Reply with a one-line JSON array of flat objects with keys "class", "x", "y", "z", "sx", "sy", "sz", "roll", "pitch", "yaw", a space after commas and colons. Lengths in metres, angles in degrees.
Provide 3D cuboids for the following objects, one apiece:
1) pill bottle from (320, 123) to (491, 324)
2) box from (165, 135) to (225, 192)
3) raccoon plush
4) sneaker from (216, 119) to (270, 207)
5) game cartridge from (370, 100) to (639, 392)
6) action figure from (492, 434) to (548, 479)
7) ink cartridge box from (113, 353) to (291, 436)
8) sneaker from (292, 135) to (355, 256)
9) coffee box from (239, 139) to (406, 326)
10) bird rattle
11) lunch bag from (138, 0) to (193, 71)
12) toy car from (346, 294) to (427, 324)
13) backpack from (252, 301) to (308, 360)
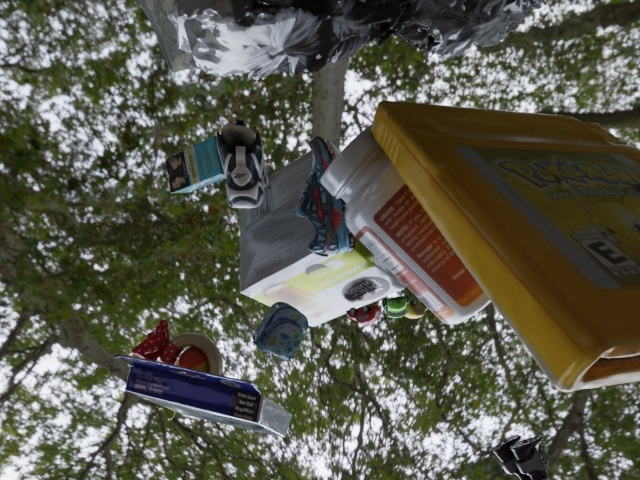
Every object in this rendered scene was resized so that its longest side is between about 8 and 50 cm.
[{"class": "pill bottle", "x": 0.107, "y": -0.022, "z": 0.555, "sx": 0.216, "sy": 0.121, "sz": 0.121, "roll": 45, "pitch": -114, "yaw": 3}, {"class": "box", "x": -0.321, "y": -0.198, "z": 1.335, "sx": 0.060, "sy": 0.244, "sz": 0.101, "roll": -10, "pitch": -91, "yaw": -47}, {"class": "raccoon plush", "x": 0.052, "y": -0.350, "z": 0.460, "sx": 0.445, "sy": 0.216, "sz": 0.299, "roll": -15, "pitch": -109, "yaw": -24}, {"class": "sneaker", "x": -0.154, "y": -0.181, "z": 1.019, "sx": 0.093, "sy": 0.153, "sz": 0.235, "roll": 2, "pitch": -149, "yaw": 1}, {"class": "game cartridge", "x": 0.229, "y": -0.031, "z": 0.439, "sx": 0.285, "sy": 0.053, "sz": 0.324, "roll": -2, "pitch": -139, "yaw": -20}, {"class": "action figure", "x": 0.507, "y": 0.594, "z": 1.134, "sx": 0.099, "sy": 0.185, "sz": 0.285, "roll": -21, "pitch": -101, "yaw": -10}, {"class": "ink cartridge box", "x": -0.176, "y": 0.244, "z": 0.769, "sx": 0.223, "sy": 0.224, "sz": 0.045, "roll": 7, "pitch": -118, "yaw": 17}, {"class": "sneaker", "x": -0.007, "y": -0.093, "z": 1.080, "sx": 0.125, "sy": 0.104, "sz": 0.262, "roll": -13, "pitch": -95, "yaw": 8}, {"class": "coffee box", "x": 0.000, "y": 0.000, "z": 1.440, "sx": 0.337, "sy": 0.334, "sz": 0.339, "roll": -27, "pitch": -130, "yaw": 27}, {"class": "bird rattle", "x": -0.353, "y": 0.320, "z": 1.308, "sx": 0.206, "sy": 0.143, "sz": 0.254, "roll": -21, "pitch": -100, "yaw": 10}, {"class": "lunch bag", "x": -0.227, "y": -0.483, "z": 0.925, "sx": 0.235, "sy": 0.287, "sz": 0.169, "roll": 9, "pitch": -138, "yaw": 42}, {"class": "toy car", "x": 0.189, "y": 0.184, "z": 1.320, "sx": 0.238, "sy": 0.225, "sz": 0.053, "roll": -8, "pitch": -103, "yaw": 0}, {"class": "backpack", "x": -0.083, "y": 0.205, "z": 1.131, "sx": 0.105, "sy": 0.084, "sz": 0.114, "roll": 31, "pitch": -95, "yaw": -23}]
